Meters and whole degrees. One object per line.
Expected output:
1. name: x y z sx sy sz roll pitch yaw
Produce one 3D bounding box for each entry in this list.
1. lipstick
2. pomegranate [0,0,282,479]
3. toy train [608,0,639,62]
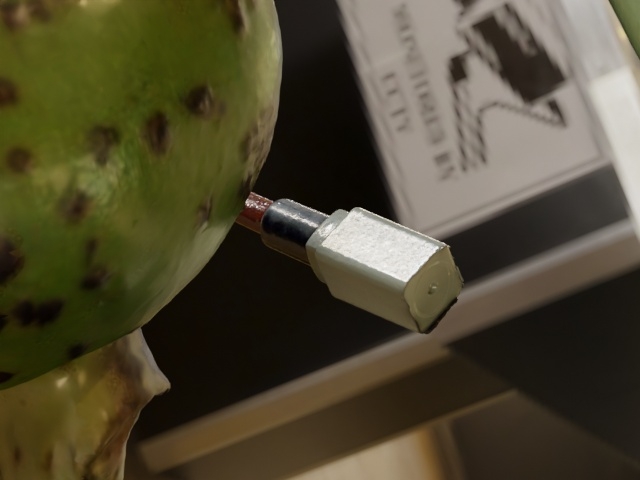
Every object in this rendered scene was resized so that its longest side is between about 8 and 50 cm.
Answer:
1. lipstick: 0.000 0.000 0.612 0.025 0.107 0.025 -46 137 -23
2. pomegranate: -0.106 -0.021 0.548 0.211 0.211 0.263 -67 136 -63
3. toy train: 0.136 -0.097 0.496 0.116 0.177 0.285 -5 54 -23
